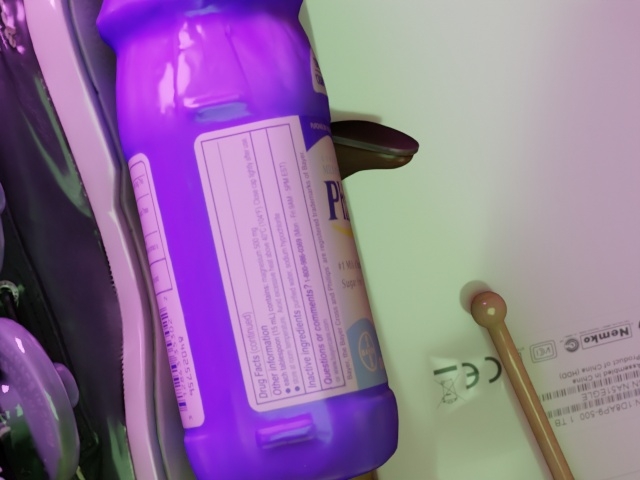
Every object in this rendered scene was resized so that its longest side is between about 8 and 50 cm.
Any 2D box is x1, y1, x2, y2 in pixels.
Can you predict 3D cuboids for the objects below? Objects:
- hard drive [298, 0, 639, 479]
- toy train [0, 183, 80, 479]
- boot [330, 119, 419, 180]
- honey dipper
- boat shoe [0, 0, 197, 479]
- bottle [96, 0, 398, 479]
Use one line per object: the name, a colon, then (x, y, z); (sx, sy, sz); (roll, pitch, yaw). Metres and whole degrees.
hard drive: (0.115, -0.016, 0.875); (0.233, 0.047, 0.353); (-14, 103, -6)
toy train: (-0.220, 0.010, 0.728); (0.142, 0.190, 0.334); (-23, 93, -32)
boot: (0.000, 0.000, 0.822); (0.106, 0.037, 0.114); (8, 107, 32)
honey dipper: (0.111, 0.099, 0.859); (0.030, 0.030, 0.160); (-27, 102, -4)
boat shoe: (-0.115, 0.041, 0.803); (0.113, 0.127, 0.340); (-13, 97, 19)
bottle: (-0.037, -0.033, 0.742); (0.092, 0.118, 0.283); (-12, 86, 1)
